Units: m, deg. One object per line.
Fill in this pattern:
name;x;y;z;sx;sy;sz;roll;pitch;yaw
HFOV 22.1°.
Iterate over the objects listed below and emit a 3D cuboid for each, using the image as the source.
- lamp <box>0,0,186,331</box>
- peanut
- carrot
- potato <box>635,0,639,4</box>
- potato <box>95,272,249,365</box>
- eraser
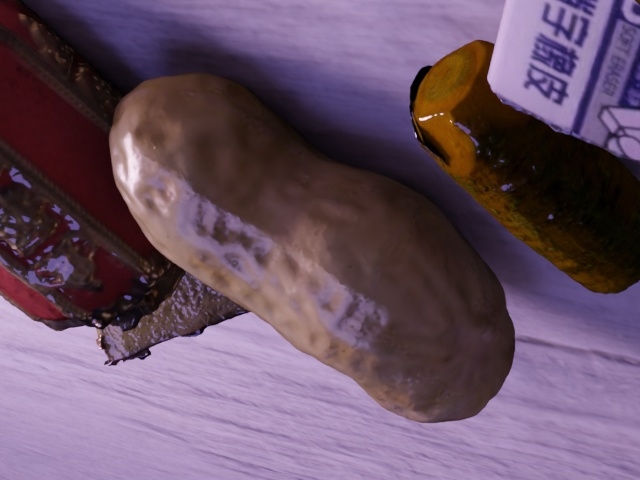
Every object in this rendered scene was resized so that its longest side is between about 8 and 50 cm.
lamp;-0.210;-0.053;1.158;0.274;0.177;0.177;44;151;-25
peanut;0.000;0.000;1.079;0.319;0.147;0.147;38;154;-7
carrot;0.124;-0.042;0.926;0.173;0.082;0.082;36;155;-31
potato;0.159;-0.137;0.457;0.246;0.196;0.300;21;131;33
potato;-0.104;0.022;1.299;0.172;0.100;0.089;-20;106;12
eraser;0.154;-0.122;0.752;0.124;0.068;0.210;27;155;11
